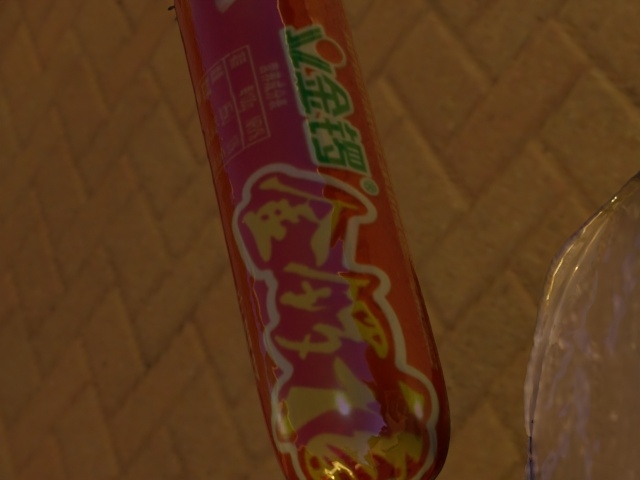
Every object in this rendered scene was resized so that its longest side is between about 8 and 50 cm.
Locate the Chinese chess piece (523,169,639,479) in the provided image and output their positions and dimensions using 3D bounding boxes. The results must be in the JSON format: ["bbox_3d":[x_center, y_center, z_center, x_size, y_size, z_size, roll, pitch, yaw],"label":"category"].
[{"bbox_3d":[0.245,0.108,0.865,0.338,0.140,0.338,-11,78,60],"label":"Chinese chess piece"}]

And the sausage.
[{"bbox_3d":[0.000,0.000,0.656,0.083,0.083,0.264,-36,55,35],"label":"sausage"}]
